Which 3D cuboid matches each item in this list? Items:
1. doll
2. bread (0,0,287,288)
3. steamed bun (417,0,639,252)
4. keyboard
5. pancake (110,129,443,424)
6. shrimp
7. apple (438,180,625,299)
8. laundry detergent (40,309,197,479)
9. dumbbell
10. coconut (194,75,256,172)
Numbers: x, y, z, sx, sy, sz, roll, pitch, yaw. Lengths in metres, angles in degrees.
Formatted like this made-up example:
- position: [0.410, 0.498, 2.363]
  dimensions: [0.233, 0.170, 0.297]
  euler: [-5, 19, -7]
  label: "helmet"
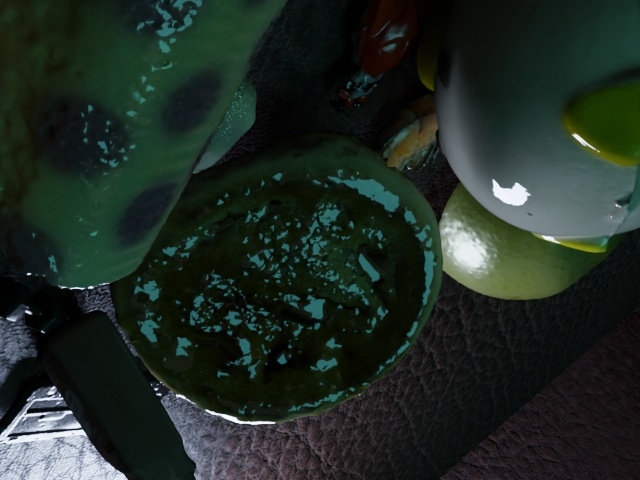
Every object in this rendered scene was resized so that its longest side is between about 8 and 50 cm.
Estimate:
- position: [0.064, -0.201, 1.026]
  dimensions: [0.109, 0.057, 0.169]
  euler: [-20, 146, -44]
  label: "doll"
- position: [-0.140, -0.150, 0.655]
  dimensions: [0.155, 0.187, 0.338]
  euler: [-13, 142, -56]
  label: "bread"
- position: [0.271, -0.170, 1.052]
  dimensions: [0.334, 0.334, 0.374]
  euler: [-38, 154, -12]
  label: "steamed bun"
- position: [-0.278, 0.199, 1.197]
  dimensions: [0.106, 0.016, 0.262]
  euler: [-50, 155, 14]
  label: "keyboard"
- position: [-0.035, 0.050, 1.044]
  dimensions: [0.356, 0.065, 0.356]
  euler: [-6, 120, -10]
  label: "pancake"
- position: [0.149, -0.109, 1.300]
  dimensions: [0.290, 0.054, 0.222]
  euler: [-20, 146, -41]
  label: "shrimp"
- position: [0.330, -0.078, 1.517]
  dimensions: [0.311, 0.320, 0.360]
  euler: [-3, 164, 17]
  label: "apple"
- position: [-0.204, 0.197, 1.044]
  dimensions: [0.076, 0.237, 0.171]
  euler: [-32, 176, -25]
  label: "laundry detergent"
- position: [-0.282, 0.064, 0.957]
  dimensions: [0.036, 0.040, 0.083]
  euler: [-13, 159, 13]
  label: "dumbbell"
- position: [-0.121, -0.111, 0.842]
  dimensions: [0.124, 0.110, 0.110]
  euler: [-47, 156, -8]
  label: "coconut"
